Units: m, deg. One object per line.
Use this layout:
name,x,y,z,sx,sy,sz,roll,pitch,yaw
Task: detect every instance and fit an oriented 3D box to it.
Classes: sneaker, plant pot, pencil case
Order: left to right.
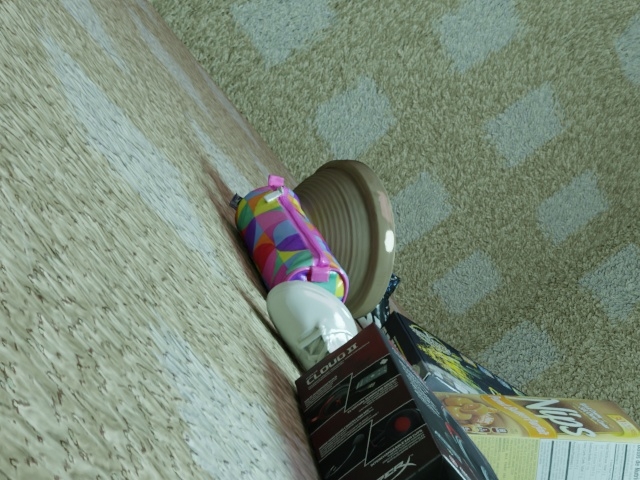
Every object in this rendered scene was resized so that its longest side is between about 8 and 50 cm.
pencil case,-0.043,0.011,1.340,0.104,0.104,0.236,50,5,-38
plant pot,0.000,0.000,1.494,0.110,0.237,0.237,-1,40,-32
sneaker,0.015,0.138,1.140,0.212,0.080,0.094,53,16,-18
sneaker,0.129,0.134,2.066,0.217,0.121,0.079,52,5,-9

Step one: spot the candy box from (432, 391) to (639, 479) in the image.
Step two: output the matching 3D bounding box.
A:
candy box,0.308,0.297,1.523,0.183,0.316,0.087,-103,-165,-79

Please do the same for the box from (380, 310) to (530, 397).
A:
box,0.291,0.311,1.880,0.395,0.097,0.318,34,11,-14

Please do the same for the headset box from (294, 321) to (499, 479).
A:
headset box,0.093,0.225,0.965,0.218,0.110,0.293,51,5,-20
